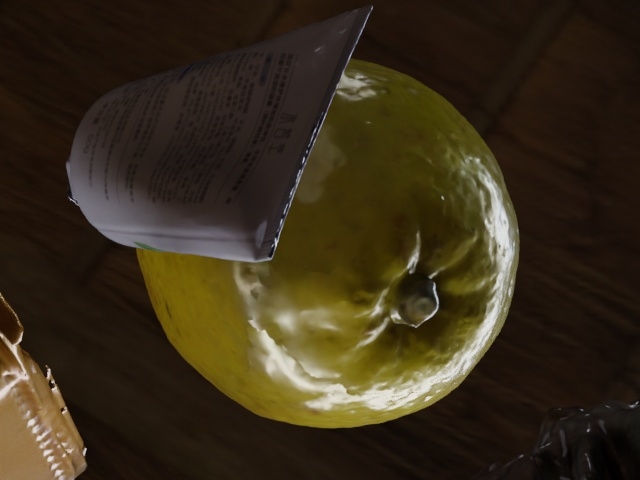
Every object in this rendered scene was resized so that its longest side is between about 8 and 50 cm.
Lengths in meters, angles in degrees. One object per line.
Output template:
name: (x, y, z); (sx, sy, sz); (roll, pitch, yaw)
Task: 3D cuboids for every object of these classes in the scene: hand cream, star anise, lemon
hand cream: (-0.036, -0.026, 0.621); (0.053, 0.142, 0.084); (31, -110, -30)
star anise: (0.214, 0.170, 1.337); (0.359, 0.316, 0.139); (-22, -85, -31)
lemon: (0.000, 0.000, 0.875); (0.170, 0.207, 0.170); (-3, -80, -19)

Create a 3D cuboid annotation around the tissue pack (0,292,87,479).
tissue pack: (-0.229, 0.065, 0.528); (0.274, 0.145, 0.194); (-40, -102, -13)
